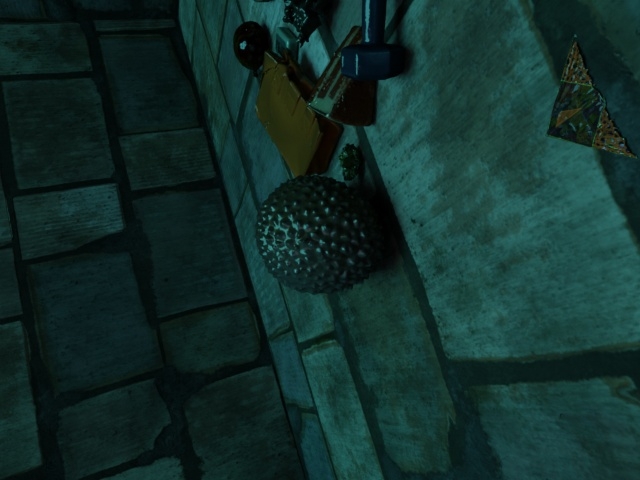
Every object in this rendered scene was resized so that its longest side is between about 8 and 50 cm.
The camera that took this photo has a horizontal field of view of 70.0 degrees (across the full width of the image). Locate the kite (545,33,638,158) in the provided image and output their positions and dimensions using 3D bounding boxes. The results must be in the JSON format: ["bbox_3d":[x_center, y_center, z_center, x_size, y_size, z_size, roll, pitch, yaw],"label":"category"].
[{"bbox_3d":[0.415,-0.204,0.751,0.125,0.008,0.222,130,125,-66],"label":"kite"}]

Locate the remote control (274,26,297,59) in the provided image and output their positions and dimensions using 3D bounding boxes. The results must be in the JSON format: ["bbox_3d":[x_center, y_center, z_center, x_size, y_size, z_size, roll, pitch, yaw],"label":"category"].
[{"bbox_3d":[-0.146,-0.665,1.788,0.296,0.056,0.140,102,149,-44],"label":"remote control"}]

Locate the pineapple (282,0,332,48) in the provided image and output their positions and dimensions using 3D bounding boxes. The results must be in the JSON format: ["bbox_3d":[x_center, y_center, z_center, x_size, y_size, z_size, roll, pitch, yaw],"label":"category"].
[{"bbox_3d":[-0.063,-0.772,1.364,0.223,0.223,0.356,13,123,66],"label":"pineapple"}]

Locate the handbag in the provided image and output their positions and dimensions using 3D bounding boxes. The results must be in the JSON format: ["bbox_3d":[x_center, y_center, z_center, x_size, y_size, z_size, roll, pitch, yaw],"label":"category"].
[{"bbox_3d":[-0.090,-0.447,1.639,0.409,0.116,0.303,59,150,20],"label":"handbag"}]

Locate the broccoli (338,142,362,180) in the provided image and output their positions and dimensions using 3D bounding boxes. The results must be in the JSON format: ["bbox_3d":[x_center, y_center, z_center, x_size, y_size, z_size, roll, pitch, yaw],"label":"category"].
[{"bbox_3d":[0.086,-0.241,1.415,0.095,0.092,0.097,57,135,14],"label":"broccoli"}]

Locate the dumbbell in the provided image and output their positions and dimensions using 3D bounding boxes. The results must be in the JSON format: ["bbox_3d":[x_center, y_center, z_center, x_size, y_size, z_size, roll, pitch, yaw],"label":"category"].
[{"bbox_3d":[0.127,-0.550,1.077,0.144,0.160,0.324,17,122,29],"label":"dumbbell"}]

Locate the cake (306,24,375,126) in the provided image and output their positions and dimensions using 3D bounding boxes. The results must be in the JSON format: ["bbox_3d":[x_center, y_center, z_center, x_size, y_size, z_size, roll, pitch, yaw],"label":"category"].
[{"bbox_3d":[0.108,-0.448,1.303,0.262,0.160,0.158,-56,38,13],"label":"cake"}]

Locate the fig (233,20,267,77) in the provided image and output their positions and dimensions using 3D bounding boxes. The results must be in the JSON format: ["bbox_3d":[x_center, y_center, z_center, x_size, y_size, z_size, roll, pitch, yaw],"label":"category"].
[{"bbox_3d":[-0.301,-0.813,1.999,0.274,0.146,0.170,93,158,-65],"label":"fig"}]

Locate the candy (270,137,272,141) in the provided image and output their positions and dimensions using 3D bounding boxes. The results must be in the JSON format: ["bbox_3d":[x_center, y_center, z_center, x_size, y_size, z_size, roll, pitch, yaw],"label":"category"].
[{"bbox_3d":[-0.180,-0.467,1.961,0.246,0.069,0.148,54,146,43],"label":"candy"}]

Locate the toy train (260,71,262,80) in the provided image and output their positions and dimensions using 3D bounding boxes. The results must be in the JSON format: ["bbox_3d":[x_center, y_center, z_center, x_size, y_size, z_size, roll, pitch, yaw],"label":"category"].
[{"bbox_3d":[-0.237,-0.694,2.009,0.064,0.044,0.103,121,135,-64],"label":"toy train"}]

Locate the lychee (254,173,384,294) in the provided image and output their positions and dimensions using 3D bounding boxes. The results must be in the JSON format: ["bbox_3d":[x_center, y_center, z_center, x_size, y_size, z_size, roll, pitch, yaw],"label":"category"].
[{"bbox_3d":[-0.001,-0.017,1.401,0.433,0.381,0.379,2,105,40],"label":"lychee"}]
